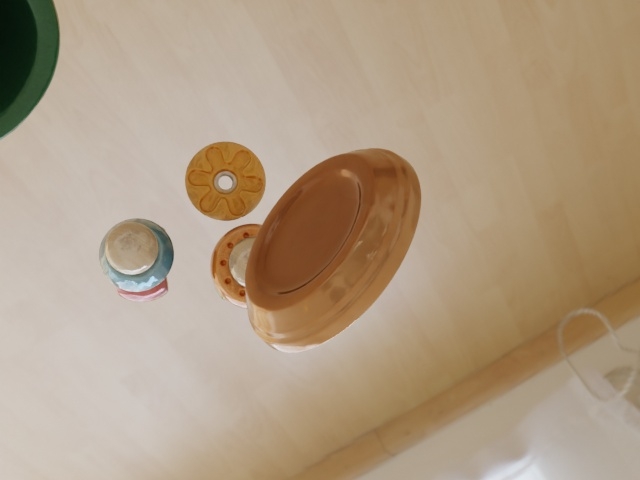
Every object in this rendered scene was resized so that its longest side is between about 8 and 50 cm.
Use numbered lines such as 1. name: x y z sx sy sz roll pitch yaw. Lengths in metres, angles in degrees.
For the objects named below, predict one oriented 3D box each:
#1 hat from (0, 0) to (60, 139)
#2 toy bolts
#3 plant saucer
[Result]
1. hat: -0.316 -0.187 0.784 0.208 0.183 0.173 -45 133 -7
2. toy bolts: -0.152 -0.017 1.162 0.228 0.218 0.158 -9 173 -6
3. plant saucer: 0.000 0.000 0.842 0.037 0.200 0.200 36 108 -29
